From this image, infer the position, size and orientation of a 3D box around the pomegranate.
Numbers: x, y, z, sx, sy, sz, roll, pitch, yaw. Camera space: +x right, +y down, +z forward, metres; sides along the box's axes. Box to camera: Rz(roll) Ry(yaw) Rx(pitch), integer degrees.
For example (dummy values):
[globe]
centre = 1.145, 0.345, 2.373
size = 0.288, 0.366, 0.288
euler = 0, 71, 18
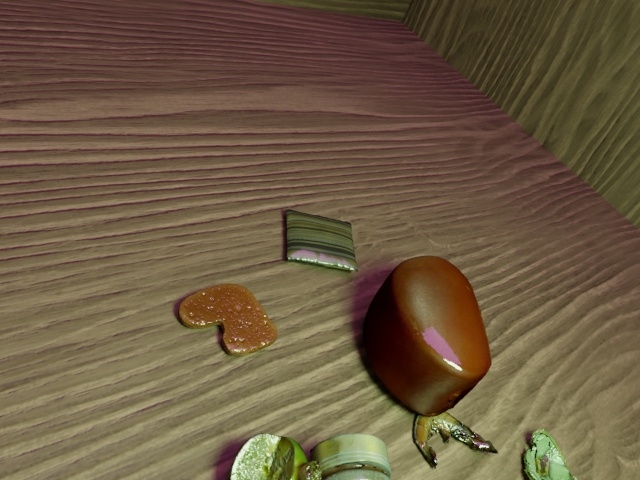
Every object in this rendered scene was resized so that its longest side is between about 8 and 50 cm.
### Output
[pomegranate]
centre = -0.071, 0.426, 0.974
size = 0.168, 0.122, 0.143
euler = -5, 43, 15

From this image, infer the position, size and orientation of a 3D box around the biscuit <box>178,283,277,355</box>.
[biscuit]
centre = -0.212, 0.185, 1.233
size = 0.186, 0.036, 0.192
euler = -18, 58, -39

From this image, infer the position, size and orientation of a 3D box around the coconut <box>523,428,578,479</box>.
[coconut]
centre = 0.530, 0.534, 1.261
size = 0.133, 0.055, 0.158
euler = 39, 42, 12

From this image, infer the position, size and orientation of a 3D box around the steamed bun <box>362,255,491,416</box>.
[steamed bun]
centre = 0.239, 0.209, 1.307
size = 0.248, 0.235, 0.379
euler = 18, 38, -12

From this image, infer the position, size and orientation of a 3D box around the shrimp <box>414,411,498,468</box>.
[shrimp]
centre = 0.297, 0.461, 1.219
size = 0.195, 0.035, 0.148
euler = 29, 36, 13

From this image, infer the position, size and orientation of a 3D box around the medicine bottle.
[medicine bottle]
centre = 0.066, 0.518, 0.932
size = 0.151, 0.151, 0.323
euler = 13, 41, -18

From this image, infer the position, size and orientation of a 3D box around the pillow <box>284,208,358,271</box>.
[pillow]
centre = 0.000, 0.000, 1.547
size = 0.208, 0.052, 0.212
euler = 12, 39, -15
